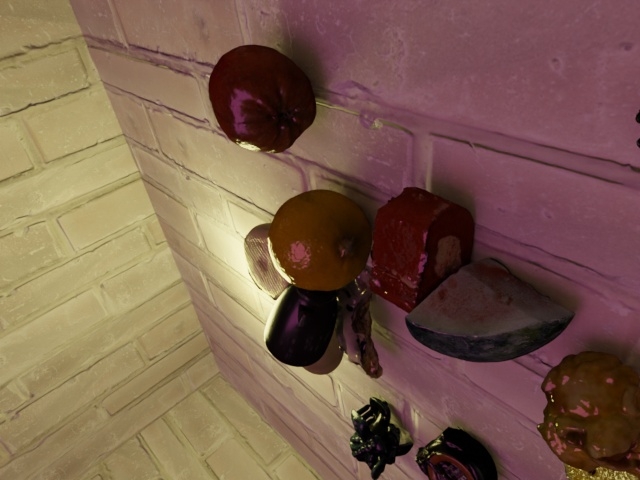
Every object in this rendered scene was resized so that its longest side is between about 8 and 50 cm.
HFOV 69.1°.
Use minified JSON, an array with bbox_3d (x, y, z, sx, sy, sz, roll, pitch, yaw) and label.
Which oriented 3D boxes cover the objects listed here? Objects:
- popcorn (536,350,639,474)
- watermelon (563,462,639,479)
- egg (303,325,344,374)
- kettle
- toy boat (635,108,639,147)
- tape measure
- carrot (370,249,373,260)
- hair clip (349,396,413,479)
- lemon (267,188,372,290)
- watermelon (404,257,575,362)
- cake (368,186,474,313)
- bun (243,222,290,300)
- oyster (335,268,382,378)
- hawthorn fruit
[{"bbox_3d":[0.509,0.322,0.843,0.203,0.200,0.226,36,103,51],"label":"popcorn"},{"bbox_3d":[0.582,0.458,0.912,0.301,0.123,0.129,102,156,-66],"label":"watermelon"},{"bbox_3d":[-0.013,0.362,1.659,0.186,0.186,0.242,-4,113,57],"label":"egg"},{"bbox_3d":[-0.038,0.195,1.425,0.207,0.268,0.290,20,128,2],"label":"kettle"},{"bbox_3d":[0.493,-0.140,0.554,0.210,0.052,0.104,-11,107,57],"label":"toy boat"},{"bbox_3d":[0.408,0.670,1.368,0.223,0.135,0.202,49,129,26],"label":"tape measure"},{"bbox_3d":[0.200,0.087,1.208,0.186,0.060,0.060,51,150,5],"label":"carrot"},{"bbox_3d":[0.204,0.738,1.716,0.206,0.194,0.310,42,149,37],"label":"hair clip"},{"bbox_3d":[-0.001,0.000,1.213,0.293,0.293,0.293,37,145,31],"label":"lemon"},{"bbox_3d":[0.309,0.143,0.963,0.320,0.289,0.214,115,157,-77],"label":"watermelon"},{"bbox_3d":[0.217,0.026,0.995,0.150,0.177,0.283,26,128,40],"label":"cake"},{"bbox_3d":[-0.140,0.066,1.606,0.287,0.146,0.287,20,123,34],"label":"bun"},{"bbox_3d":[0.119,0.255,1.411,0.238,0.114,0.352,179,76,-73],"label":"oyster"},{"bbox_3d":[-0.144,-0.336,1.119,0.261,0.258,0.258,11,128,44],"label":"hawthorn fruit"}]
